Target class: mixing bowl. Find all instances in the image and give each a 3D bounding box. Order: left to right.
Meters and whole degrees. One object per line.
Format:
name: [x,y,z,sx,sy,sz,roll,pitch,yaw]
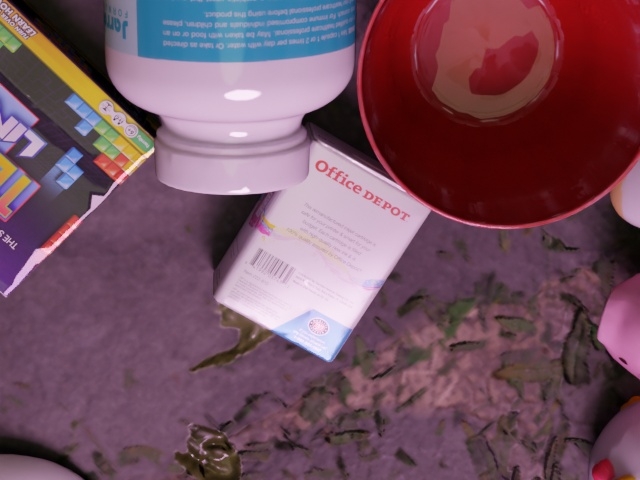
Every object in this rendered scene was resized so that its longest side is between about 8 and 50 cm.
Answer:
mixing bowl: [0.107,-0.106,0.967,0.181,0.098,0.181,-1,107,-5]

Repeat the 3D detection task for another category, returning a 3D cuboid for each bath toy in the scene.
bath toy: [0.242,0.041,1.008,0.151,0.129,0.348,8,107,-7]

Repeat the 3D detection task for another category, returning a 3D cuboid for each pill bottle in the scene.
pill bottle: [-0.052,-0.164,0.912,0.146,0.146,0.264,-1,107,-4]

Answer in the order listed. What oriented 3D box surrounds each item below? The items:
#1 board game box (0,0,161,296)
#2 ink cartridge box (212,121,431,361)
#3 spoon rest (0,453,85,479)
board game box: [-0.205,-0.073,0.981,0.170,0.048,0.141,43,99,-15]
ink cartridge box: [0.000,0.000,1.017,0.088,0.052,0.122,30,104,-13]
spoon rest: [-0.271,0.190,1.053,0.276,0.084,0.137,14,107,-22]
